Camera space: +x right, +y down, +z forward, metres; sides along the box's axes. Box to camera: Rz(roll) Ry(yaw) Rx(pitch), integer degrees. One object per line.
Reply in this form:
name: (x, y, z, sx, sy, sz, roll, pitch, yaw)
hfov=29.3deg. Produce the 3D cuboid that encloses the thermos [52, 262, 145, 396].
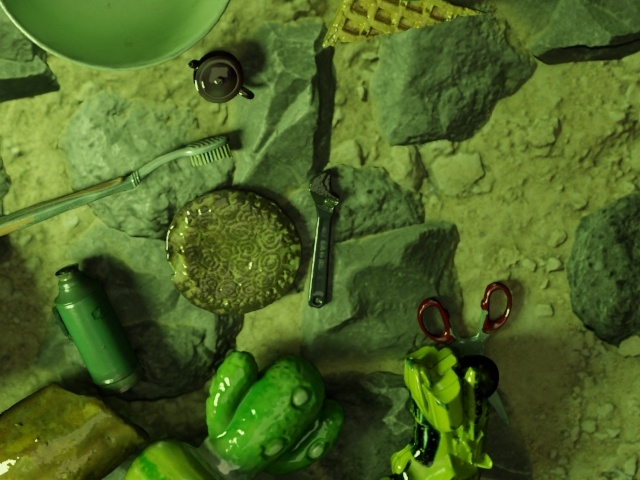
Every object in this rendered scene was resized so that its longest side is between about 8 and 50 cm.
thermos: (-0.314, 0.118, 1.699, 0.073, 0.083, 0.188, -30, 113, -22)

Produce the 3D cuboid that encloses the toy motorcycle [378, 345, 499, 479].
toy motorcycle: (0.163, 0.316, 1.820, 0.206, 0.142, 0.342, -12, 119, -25)

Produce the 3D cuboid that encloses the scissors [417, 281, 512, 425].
scissors: (0.230, 0.185, 1.846, 0.144, 0.017, 0.248, -13, 113, -4)

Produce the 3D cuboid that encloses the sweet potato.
sweet potato: (-0.425, 0.316, 1.705, 0.369, 0.158, 0.158, -29, 112, 1)

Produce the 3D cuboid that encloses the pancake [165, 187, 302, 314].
pancake: (-0.122, 0.018, 1.717, 0.199, 0.021, 0.199, -3, 111, -9)

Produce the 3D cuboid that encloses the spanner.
spanner: (0.000, 0.000, 1.737, 0.046, 0.012, 0.209, 1, 111, -10)

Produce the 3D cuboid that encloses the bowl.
bowl: (-0.249, -0.369, 1.473, 0.307, 0.163, 0.307, -3, 112, -9)

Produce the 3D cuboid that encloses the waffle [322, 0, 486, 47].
waffle: (0.112, -0.282, 1.640, 0.191, 0.032, 0.125, 20, 104, -15)

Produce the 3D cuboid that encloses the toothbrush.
toothbrush: (-0.297, -0.067, 1.650, 0.375, 0.028, 0.037, -20, 120, -3)

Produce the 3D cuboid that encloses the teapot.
teapot: (-0.131, -0.212, 1.617, 0.100, 0.045, 0.068, 27, 105, -17)

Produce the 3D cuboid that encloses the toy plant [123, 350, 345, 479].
toy plant: (-0.120, 0.291, 1.761, 0.316, 0.184, 0.224, -43, 117, -10)
